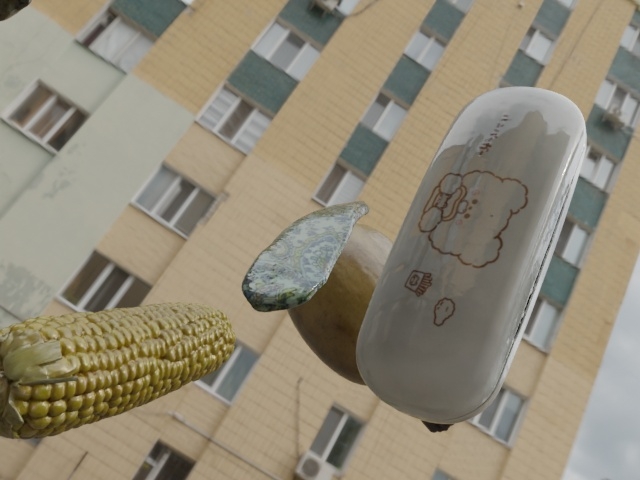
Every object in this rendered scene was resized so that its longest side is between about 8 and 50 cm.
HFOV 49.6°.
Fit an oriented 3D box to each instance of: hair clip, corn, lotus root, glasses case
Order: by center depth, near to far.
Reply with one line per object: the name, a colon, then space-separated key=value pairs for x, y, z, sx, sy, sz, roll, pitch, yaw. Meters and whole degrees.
glasses case: x=0.082 y=0.001 z=0.363 sx=0.074 sy=0.193 sz=0.049 roll=15 pitch=-21 yaw=31
corn: x=-0.170 y=0.100 z=0.589 sx=0.091 sy=0.091 sz=0.260 roll=35 pitch=17 yaw=25
hair clip: x=0.000 y=-0.002 z=0.609 sx=0.066 sy=0.229 sz=0.036 roll=2 pitch=-68 yaw=22
lotus root: x=0.069 y=0.102 z=0.856 sx=0.310 sy=0.182 sz=0.183 roll=52 pitch=-10 yaw=38

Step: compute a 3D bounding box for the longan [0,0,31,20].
longan: x=-0.325 y=-0.279 z=0.684 sx=0.106 sy=0.106 sz=0.119 roll=13 pitch=-52 yaw=33
